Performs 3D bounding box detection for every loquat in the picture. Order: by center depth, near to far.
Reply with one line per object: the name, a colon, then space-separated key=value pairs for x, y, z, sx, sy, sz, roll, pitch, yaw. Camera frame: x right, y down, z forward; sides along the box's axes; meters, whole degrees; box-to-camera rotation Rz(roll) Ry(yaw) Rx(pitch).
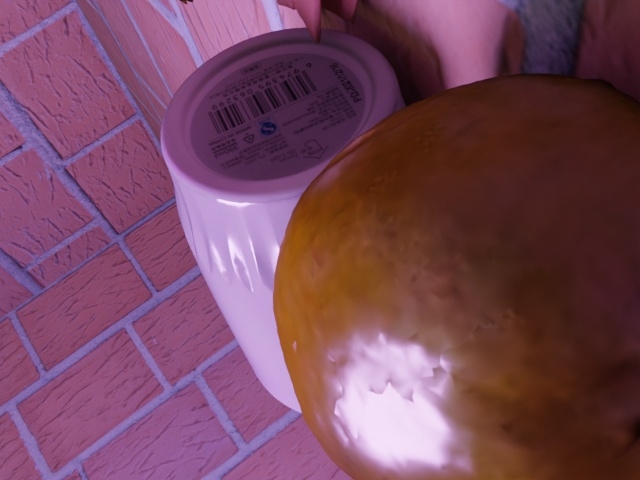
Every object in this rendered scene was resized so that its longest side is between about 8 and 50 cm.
loquat: x=0.104 y=0.046 z=0.442 sx=0.276 sy=0.276 sz=0.284 roll=56 pitch=167 yaw=-11

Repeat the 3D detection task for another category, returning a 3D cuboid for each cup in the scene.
cup: x=0.000 y=0.000 z=0.740 sx=0.253 sy=0.253 sz=0.371 roll=46 pitch=166 yaw=36

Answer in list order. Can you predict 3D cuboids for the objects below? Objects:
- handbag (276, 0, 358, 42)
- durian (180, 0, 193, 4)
handbag: x=-0.045 y=-0.275 z=0.578 sx=0.212 sy=0.059 sz=0.157 roll=53 pitch=169 yaw=14
durian: x=-0.176 y=-0.344 z=0.714 sx=0.249 sy=0.138 sz=0.183 roll=51 pitch=173 yaw=6
